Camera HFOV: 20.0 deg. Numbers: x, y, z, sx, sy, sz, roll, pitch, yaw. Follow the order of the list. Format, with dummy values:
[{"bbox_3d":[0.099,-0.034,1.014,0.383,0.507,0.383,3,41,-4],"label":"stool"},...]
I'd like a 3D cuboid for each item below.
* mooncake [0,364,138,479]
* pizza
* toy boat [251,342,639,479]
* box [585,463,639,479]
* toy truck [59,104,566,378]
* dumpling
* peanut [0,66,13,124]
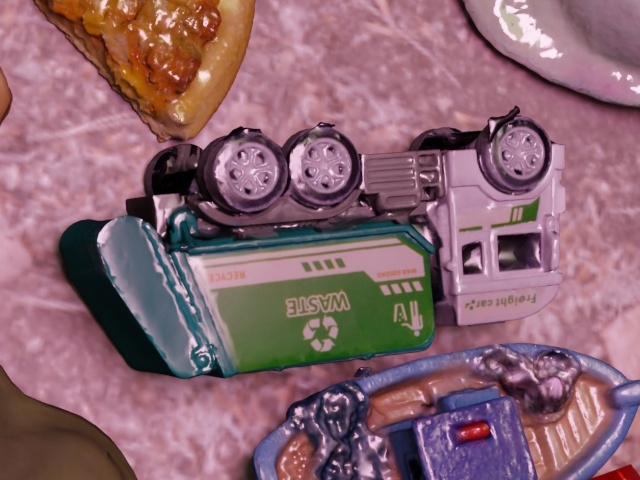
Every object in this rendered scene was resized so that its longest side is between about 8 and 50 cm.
[{"bbox_3d":[-0.213,0.211,0.719,0.356,0.194,0.356,8,71,-23],"label":"mooncake"},{"bbox_3d":[-0.094,-0.138,0.946,0.134,0.046,0.175,-4,78,-22],"label":"pizza"},{"bbox_3d":[0.071,0.102,0.921,0.223,0.097,0.100,-14,85,-23],"label":"toy boat"},{"bbox_3d":[0.136,0.155,0.940,0.051,0.082,0.023,-15,51,-23],"label":"box"},{"bbox_3d":[0.000,0.000,0.916,0.253,0.114,0.124,-4,91,-22],"label":"toy truck"},{"bbox_3d":[0.166,-0.161,1.037,0.105,0.149,0.217,-22,91,-63],"label":"dumpling"},{"bbox_3d":[-0.323,-0.082,0.763,0.387,0.192,0.170,5,67,-20],"label":"peanut"}]
